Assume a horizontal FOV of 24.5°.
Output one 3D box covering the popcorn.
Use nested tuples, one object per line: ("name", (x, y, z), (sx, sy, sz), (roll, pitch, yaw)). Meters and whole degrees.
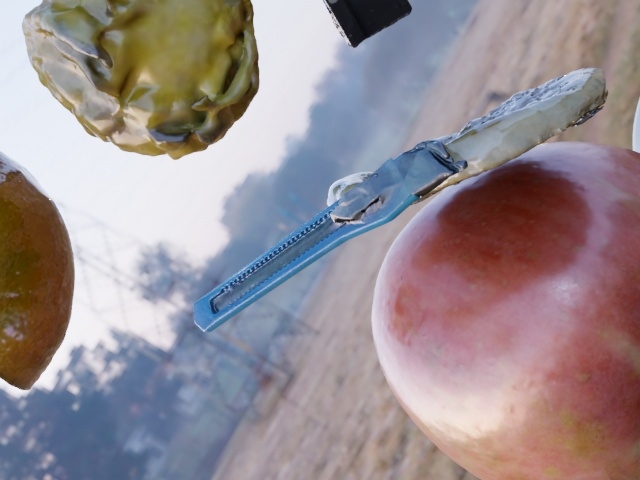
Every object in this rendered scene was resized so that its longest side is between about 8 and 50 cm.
("popcorn", (-0.173, -0.206, 1.454), (0.250, 0.250, 0.190), (-59, 9, 4))

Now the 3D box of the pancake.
("pancake", (0.133, -0.082, 1.300), (0.282, 0.049, 0.282), (-26, 5, 2))

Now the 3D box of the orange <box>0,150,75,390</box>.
("orange", (-0.395, 0.018, 1.589), (0.274, 0.274, 0.310), (-72, -28, -89))

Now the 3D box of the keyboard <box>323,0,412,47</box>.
("keyboard", (0.004, -0.276, 1.302), (0.072, 0.231, 0.023), (-31, 34, 3))

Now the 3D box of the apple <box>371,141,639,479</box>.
("apple", (0.233, 0.076, 1.460), (0.364, 0.364, 0.364), (-59, 0, 0))

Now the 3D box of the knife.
("knife", (-0.001, 0.000, 1.220), (0.296, 0.044, 0.026), (-35, -21, 27))

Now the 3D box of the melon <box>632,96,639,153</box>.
("melon", (0.474, -0.111, 1.599), (0.268, 0.268, 0.330), (-59, -26, -59))
